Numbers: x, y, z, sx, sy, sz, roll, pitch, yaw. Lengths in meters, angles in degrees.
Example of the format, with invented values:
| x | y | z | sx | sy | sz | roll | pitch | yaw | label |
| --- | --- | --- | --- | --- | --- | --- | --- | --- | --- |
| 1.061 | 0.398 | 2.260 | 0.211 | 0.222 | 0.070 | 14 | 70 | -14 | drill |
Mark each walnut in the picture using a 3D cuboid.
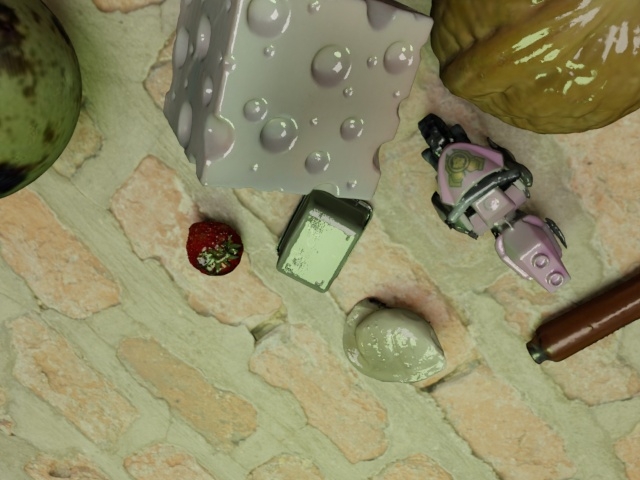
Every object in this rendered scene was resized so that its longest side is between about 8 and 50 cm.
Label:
| x | y | z | sx | sy | sz | roll | pitch | yaw | label |
| --- | --- | --- | --- | --- | --- | --- | --- | --- | --- |
| 0.275 | -0.272 | 0.687 | 0.332 | 0.333 | 0.333 | 3 | 115 | 7 | walnut |

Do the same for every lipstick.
| x | y | z | sx | sy | sz | roll | pitch | yaw | label |
| --- | --- | --- | --- | --- | --- | --- | --- | --- | --- |
| 0.524 | 0.084 | 0.954 | 0.418 | 0.077 | 0.077 | -36 | 105 | 23 | lipstick |

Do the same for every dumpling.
| x | y | z | sx | sy | sz | roll | pitch | yaw | label |
| --- | --- | --- | --- | --- | --- | --- | --- | --- | --- |
| 0.126 | 0.184 | 1.047 | 0.176 | 0.092 | 0.150 | 26 | 113 | -3 | dumpling |

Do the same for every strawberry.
| x | y | z | sx | sy | sz | roll | pitch | yaw | label |
| --- | --- | --- | --- | --- | --- | --- | --- | --- | --- |
| -0.184 | 0.009 | 1.019 | 0.106 | 0.106 | 0.106 | 3 | 115 | 7 | strawberry |

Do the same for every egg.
| x | y | z | sx | sy | sz | roll | pitch | yaw | label |
| --- | --- | --- | --- | --- | --- | --- | --- | --- | --- |
| -0.549 | -0.209 | 0.830 | 0.427 | 0.345 | 0.345 | -16 | 111 | 18 | egg |

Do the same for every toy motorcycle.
| x | y | z | sx | sy | sz | roll | pitch | yaw | label |
| --- | --- | --- | --- | --- | --- | --- | --- | --- | --- |
| 0.255 | -0.046 | 0.870 | 0.143 | 0.188 | 0.327 | -38 | 104 | 15 | toy motorcycle |

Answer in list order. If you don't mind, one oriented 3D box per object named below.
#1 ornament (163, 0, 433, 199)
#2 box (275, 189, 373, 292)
| x | y | z | sx | sy | sz | roll | pitch | yaw | label |
| --- | --- | --- | --- | --- | --- | --- | --- | --- | --- |
| -0.046 | -0.217 | 0.762 | 0.239 | 0.239 | 0.240 | 2 | 120 | -28 | ornament |
| 0.000 | 0.000 | 0.981 | 0.124 | 0.093 | 0.172 | 26 | 116 | -4 | box |
